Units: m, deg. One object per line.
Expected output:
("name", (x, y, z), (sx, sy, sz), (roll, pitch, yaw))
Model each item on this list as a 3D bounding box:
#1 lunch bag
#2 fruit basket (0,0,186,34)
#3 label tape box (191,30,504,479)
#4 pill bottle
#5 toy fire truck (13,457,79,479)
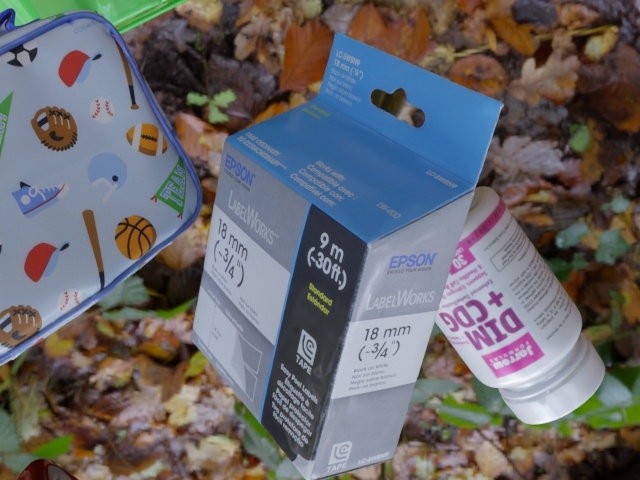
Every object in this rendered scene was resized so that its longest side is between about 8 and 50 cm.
("lunch bag", (-0.259, -0.053, 0.697), (0.115, 0.303, 0.243), (-6, 118, 50))
("fruit basket", (-0.293, -0.426, 0.950), (0.392, 0.392, 0.283), (30, 165, -26))
("label tape box", (0.000, 0.000, 0.735), (0.106, 0.240, 0.334), (-3, 116, -35))
("pill bottle", (0.233, 0.086, 1.060), (0.160, 0.160, 0.283), (-31, 101, 37))
("toy fire truck", (-0.022, 0.218, 0.290), (0.254, 0.169, 0.302), (47, 172, -21))
